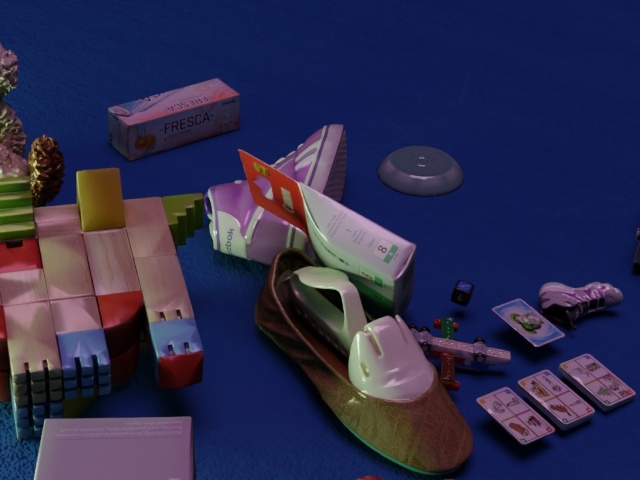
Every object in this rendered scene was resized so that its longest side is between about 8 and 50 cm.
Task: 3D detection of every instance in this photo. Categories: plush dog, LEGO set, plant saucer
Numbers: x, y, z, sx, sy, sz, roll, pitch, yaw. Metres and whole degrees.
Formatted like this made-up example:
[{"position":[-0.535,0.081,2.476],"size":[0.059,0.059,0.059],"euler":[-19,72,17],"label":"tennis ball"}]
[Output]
[{"position":[-0.435,-0.080,1.800],"size":[0.262,0.211,0.225],"euler":[-33,55,-4],"label":"plush dog"},{"position":[0.197,0.137,1.612],"size":[0.182,0.060,0.244],"euler":[-17,44,-37],"label":"LEGO set"},{"position":[0.137,-0.099,1.979],"size":[0.119,0.021,0.119],"euler":[3,33,-2],"label":"plant saucer"}]

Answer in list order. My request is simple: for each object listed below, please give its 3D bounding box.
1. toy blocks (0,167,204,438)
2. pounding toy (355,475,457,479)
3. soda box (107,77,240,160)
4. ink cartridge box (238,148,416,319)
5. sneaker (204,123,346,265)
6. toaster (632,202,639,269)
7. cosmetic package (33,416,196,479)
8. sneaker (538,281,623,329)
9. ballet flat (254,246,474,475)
[{"position":[-0.287,0.087,1.542],"size":[0.381,0.191,0.261],"euler":[-6,45,-15],"label":"toy blocks"},{"position":[0.099,0.274,1.311],"size":[0.183,0.110,0.237],"euler":[-24,41,-35],"label":"pounding toy"},{"position":[-0.202,-0.170,2.029],"size":[0.183,0.058,0.063],"euler":[-19,39,-32],"label":"soda box"},{"position":[0.000,0.000,1.627],"size":[0.224,0.181,0.056],"euler":[28,75,11],"label":"ink cartridge box"},{"position":[-0.060,-0.072,1.851],"size":[0.161,0.102,0.282],"euler":[7,33,12],"label":"sneaker"},{"position":[0.490,-0.024,1.808],"size":[0.185,0.110,0.168],"euler":[13,35,15],"label":"toaster"},{"position":[-0.162,0.261,1.192],"size":[0.127,0.238,0.107],"euler":[1,33,-4],"label":"cosmetic package"},{"position":[0.303,0.081,1.700],"size":[0.098,0.038,0.069],"euler":[-1,33,11],"label":"sneaker"},{"position":[0.039,0.110,1.549],"size":[0.116,0.124,0.342],"euler":[-18,38,-25],"label":"ballet flat"}]
